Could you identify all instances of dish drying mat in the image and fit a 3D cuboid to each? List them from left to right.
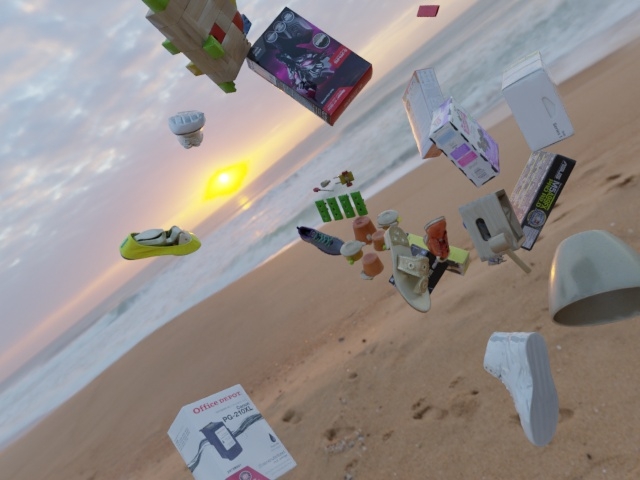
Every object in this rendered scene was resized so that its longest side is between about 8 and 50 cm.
[{"bbox_3d":[0.293,-0.626,1.346,0.083,0.008,0.032,40,120,55],"label":"dish drying mat"}]

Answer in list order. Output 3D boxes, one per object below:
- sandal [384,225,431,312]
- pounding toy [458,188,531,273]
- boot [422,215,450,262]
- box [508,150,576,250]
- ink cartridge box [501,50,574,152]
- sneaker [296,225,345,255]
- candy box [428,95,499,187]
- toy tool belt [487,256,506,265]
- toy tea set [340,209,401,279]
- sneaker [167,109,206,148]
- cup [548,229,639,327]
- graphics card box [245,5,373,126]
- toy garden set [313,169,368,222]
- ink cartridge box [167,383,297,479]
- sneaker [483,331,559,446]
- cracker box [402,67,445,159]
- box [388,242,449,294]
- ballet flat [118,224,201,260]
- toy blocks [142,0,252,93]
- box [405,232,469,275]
[{"bbox_3d":[0.223,0.051,1.197,0.088,0.240,0.079,2,-35,-28],"label":"sandal"},{"bbox_3d":[0.362,-0.002,1.037,0.094,0.181,0.206,-24,-3,30],"label":"pounding toy"},{"bbox_3d":[0.306,-0.002,1.257,0.059,0.084,0.158,-23,-27,-1],"label":"boot"},{"bbox_3d":[0.613,-0.124,1.427,0.216,0.060,0.270,-62,-7,-75],"label":"box"},{"bbox_3d":[0.476,-0.310,1.087,0.093,0.160,0.219,-25,16,32],"label":"ink cartridge box"},{"bbox_3d":[0.000,0.000,2.059,0.083,0.224,0.098,-68,-19,-6],"label":"sneaker"},{"bbox_3d":[0.378,-0.260,1.290,0.070,0.196,0.165,-38,19,37],"label":"candy box"},{"bbox_3d":[0.499,0.041,1.393,0.051,0.083,0.052,0,62,21],"label":"toy tool belt"},{"bbox_3d":[0.192,0.029,1.857,0.200,0.124,0.336,-4,40,29],"label":"toy tea set"},{"bbox_3d":[-0.339,-0.287,1.292,0.094,0.091,0.258,-9,20,-6],"label":"sneaker"},{"bbox_3d":[0.871,0.108,1.559,0.331,0.331,0.237,-30,51,38],"label":"cup"},{"bbox_3d":[-0.039,-0.585,1.653,0.233,0.371,0.094,-52,-9,-7],"label":"graphics card box"},{"bbox_3d":[0.078,-0.192,2.122,0.244,0.203,0.049,-8,23,41],"label":"toy garden set"},{"bbox_3d":[-0.198,0.461,1.096,0.172,0.237,0.100,-8,-44,-51],"label":"ink cartridge box"},{"bbox_3d":[0.536,0.390,1.338,0.108,0.292,0.169,-2,-5,-25],"label":"sneaker"},{"bbox_3d":[0.333,-0.391,1.534,0.067,0.232,0.155,-12,-14,-9],"label":"cracker box"},{"bbox_3d":[0.290,0.098,1.481,0.147,0.077,0.180,-59,7,4],"label":"box"},{"bbox_3d":[-0.390,-0.001,1.242,0.231,0.077,0.077,-10,-42,-48],"label":"ballet flat"},{"bbox_3d":[-0.336,-0.675,1.487,0.191,0.381,0.261,5,68,39],"label":"toy blocks"},{"bbox_3d":[0.397,0.046,1.716,0.232,0.087,0.058,19,63,30],"label":"box"}]
